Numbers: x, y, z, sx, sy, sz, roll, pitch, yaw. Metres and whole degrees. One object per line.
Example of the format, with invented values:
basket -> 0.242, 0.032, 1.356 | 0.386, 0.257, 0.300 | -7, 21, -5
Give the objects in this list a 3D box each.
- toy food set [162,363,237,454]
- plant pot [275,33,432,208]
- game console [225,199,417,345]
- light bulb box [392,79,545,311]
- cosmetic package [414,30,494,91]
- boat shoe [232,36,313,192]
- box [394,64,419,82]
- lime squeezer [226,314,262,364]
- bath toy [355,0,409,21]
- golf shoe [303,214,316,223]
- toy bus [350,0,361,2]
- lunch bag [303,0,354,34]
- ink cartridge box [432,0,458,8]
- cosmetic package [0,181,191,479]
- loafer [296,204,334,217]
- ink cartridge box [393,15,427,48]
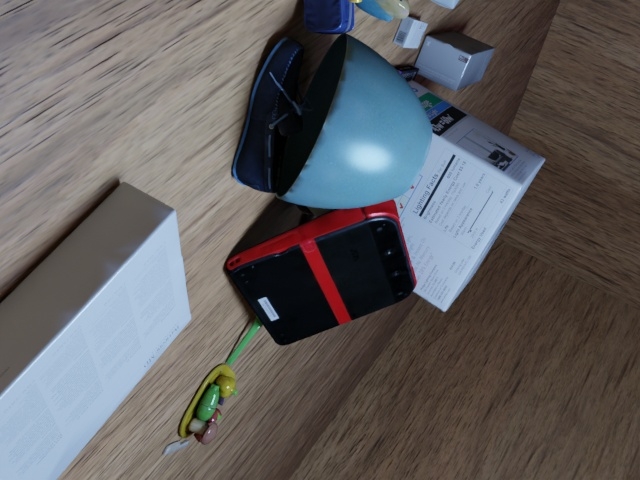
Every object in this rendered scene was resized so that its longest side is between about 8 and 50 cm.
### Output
toy food set -> -0.235, 0.376, 1.817 | 0.218, 0.071, 0.128 | -61, 164, -3
plant pot -> 0.069, -0.170, 1.415 | 0.290, 0.195, 0.290 | -159, -90, -77
game console -> 0.018, 0.069, 1.720 | 0.342, 0.060, 0.386 | -20, 148, 3
light bulb box -> 0.239, -0.106, 1.900 | 0.225, 0.361, 0.358 | -38, 158, -56
cosmetic package -> 0.334, -0.451, 2.110 | 0.238, 0.127, 0.107 | -32, 148, -57
boat shoe -> -0.061, -0.197, 1.368 | 0.109, 0.089, 0.258 | -41, 155, -51
box -> 0.171, -0.344, 1.957 | 0.162, 0.029, 0.116 | -27, 143, -62
lime squeezer -> -0.110, 0.139, 1.880 | 0.310, 0.059, 0.110 | -53, -166, -30
bath toy -> 0.170, -0.541, 1.418 | 0.348, 0.151, 0.129 | -62, 160, -10
golf shoe -> 0.000, 0.000, 1.898 | 0.067, 0.086, 0.186 | -48, 157, -39
toy bus -> 0.031, -0.420, 1.173 | 0.211, 0.220, 0.149 | -21, 134, -19
lunch bag -> 0.015, -0.372, 1.327 | 0.065, 0.067, 0.098 | -22, 114, -66
ink cartridge box -> 0.319, -0.708, 1.698 | 0.308, 0.091, 0.385 | -55, 164, -23
cosmetic package -> -0.325, 0.147, 1.111 | 0.377, 0.097, 0.284 | -52, 160, -31
loafer -> 0.013, -0.092, 1.654 | 0.092, 0.102, 0.268 | -43, -177, -12
ink cartridge box -> 0.198, -0.455, 1.855 | 0.115, 0.029, 0.063 | -26, 141, -66
